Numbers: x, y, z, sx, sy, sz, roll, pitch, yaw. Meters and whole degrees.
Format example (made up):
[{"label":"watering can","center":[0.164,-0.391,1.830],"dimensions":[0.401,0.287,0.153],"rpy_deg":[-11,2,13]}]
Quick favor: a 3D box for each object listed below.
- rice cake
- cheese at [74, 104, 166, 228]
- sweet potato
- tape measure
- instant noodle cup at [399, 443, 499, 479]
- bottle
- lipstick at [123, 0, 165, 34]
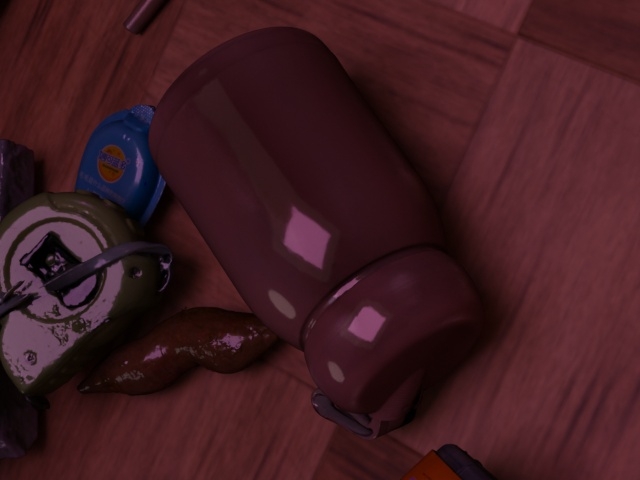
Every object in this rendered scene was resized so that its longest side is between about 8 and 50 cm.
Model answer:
[{"label":"rice cake","center":[-0.316,0.060,1.430],"dimensions":[0.106,0.050,0.298],"rpy_deg":[-12,76,38]},{"label":"cheese","center":[-0.203,-0.008,1.384],"dimensions":[0.106,0.037,0.256],"rpy_deg":[32,106,34]},{"label":"sweet potato","center":[-0.126,0.095,1.308],"dimensions":[0.218,0.051,0.065],"rpy_deg":[-17,59,30]},{"label":"tape measure","center":[-0.220,0.033,1.314],"dimensions":[0.177,0.087,0.154],"rpy_deg":[-39,79,2]},{"label":"instant noodle cup","center":[0.098,0.229,1.086],"dimensions":[0.208,0.177,0.125],"rpy_deg":[42,88,-7]},{"label":"bottle","center":[0.000,0.000,1.187],"dimensions":[0.297,0.173,0.206],"rpy_deg":[54,142,25]},{"label":"lipstick","center":[-0.148,-0.231,1.397],"dimensions":[0.094,0.019,0.019],"rpy_deg":[-47,61,17]}]
